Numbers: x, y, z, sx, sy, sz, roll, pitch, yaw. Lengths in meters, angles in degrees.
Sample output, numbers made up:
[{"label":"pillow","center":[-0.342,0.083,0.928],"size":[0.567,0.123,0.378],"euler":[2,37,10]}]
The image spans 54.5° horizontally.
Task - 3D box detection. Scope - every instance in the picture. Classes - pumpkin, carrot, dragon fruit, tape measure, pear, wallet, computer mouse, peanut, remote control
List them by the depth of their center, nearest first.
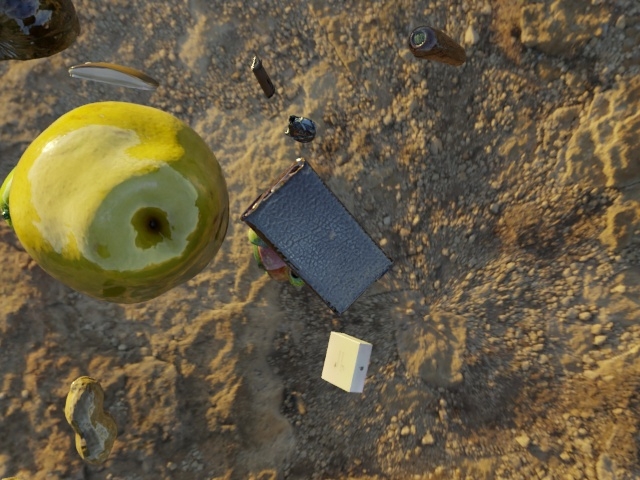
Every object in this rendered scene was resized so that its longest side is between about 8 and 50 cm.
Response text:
[{"label":"wallet","center":[0.000,0.000,0.968],"size":[0.133,0.039,0.243],"euler":[-46,117,-5]},{"label":"carrot","center":[0.207,-0.333,1.076],"size":[0.055,0.161,0.055],"euler":[4,96,39]},{"label":"pear","center":[-0.342,-0.062,1.088],"size":[0.418,0.362,0.362],"euler":[26,87,54]},{"label":"remote control","center":[-0.099,-0.287,1.094],"size":[0.016,0.091,0.034],"euler":[8,73,16]},{"label":"pumpkin","center":[-0.657,-0.439,1.241],"size":[0.317,0.139,0.222],"euler":[-2,44,3]},{"label":"peanut","center":[-0.473,0.371,1.284],"size":[0.089,0.089,0.193],"euler":[-6,109,9]},{"label":"computer mouse","center":[-0.569,-0.458,1.716],"size":[0.245,0.126,0.056],"euler":[11,104,8]},{"label":"dragon fruit","center":[-0.120,0.011,1.866],"size":[0.130,0.268,0.295],"euler":[-18,56,8]},{"label":"tape measure","center":[-0.059,-0.339,1.904],"size":[0.094,0.091,0.054],"euler":[16,62,-5]}]

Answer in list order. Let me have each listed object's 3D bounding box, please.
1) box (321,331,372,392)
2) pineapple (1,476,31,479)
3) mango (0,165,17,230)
[{"label":"box","center":[0.071,0.324,1.659],"size":[0.051,0.130,0.129],"euler":[13,88,-33]},{"label":"pineapple","center":[-0.585,0.568,1.157],"size":[0.125,0.125,0.251],"euler":[-28,37,5]},{"label":"mango","center":[-0.562,-0.146,1.399],"size":[0.156,0.192,0.343],"euler":[25,63,27]}]
